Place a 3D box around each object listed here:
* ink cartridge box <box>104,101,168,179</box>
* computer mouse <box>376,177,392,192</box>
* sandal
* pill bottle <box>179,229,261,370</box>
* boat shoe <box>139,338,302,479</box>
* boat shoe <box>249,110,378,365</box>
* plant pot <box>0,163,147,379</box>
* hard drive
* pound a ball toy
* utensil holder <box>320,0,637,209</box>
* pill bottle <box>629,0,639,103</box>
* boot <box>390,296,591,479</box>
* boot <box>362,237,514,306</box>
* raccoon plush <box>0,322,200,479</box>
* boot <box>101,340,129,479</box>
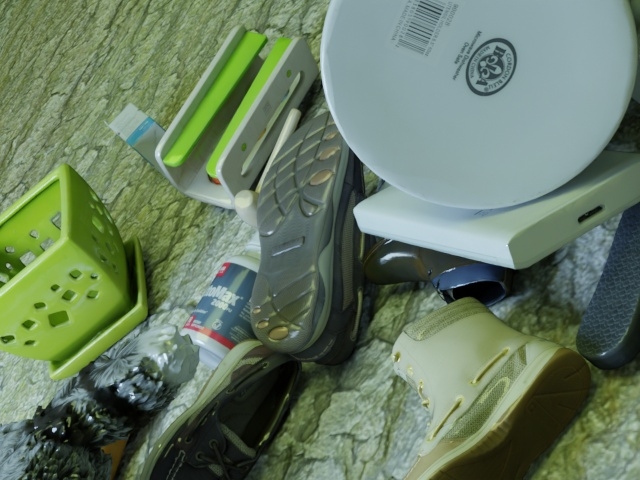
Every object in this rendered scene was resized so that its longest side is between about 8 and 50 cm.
[{"bbox_3d":[-0.296,-0.175,2.126,0.060,0.104,0.180,-48,32,-2],"label":"ink cartridge box"},{"bbox_3d":[0.100,-0.085,1.618,0.193,0.042,0.106,-32,34,23],"label":"computer mouse"},{"bbox_3d":[0.332,0.019,1.229,0.254,0.054,0.097,-59,24,-13],"label":"sandal"},{"bbox_3d":[-0.095,0.080,1.605,0.108,0.108,0.180,5,58,52],"label":"pill bottle"},{"bbox_3d":[-0.117,0.240,1.463,0.092,0.103,0.285,-5,45,54],"label":"boat shoe"},{"bbox_3d":[0.000,0.000,1.552,0.132,0.130,0.355,-14,52,35],"label":"boat shoe"},{"bbox_3d":[-0.393,0.059,1.885,0.228,0.207,0.227,-39,32,14],"label":"plant pot"},{"bbox_3d":[0.193,-0.048,1.332,0.203,0.040,0.307,-28,18,-21],"label":"hard drive"},{"bbox_3d":[-0.097,-0.159,1.882,0.208,0.136,0.319,16,64,27],"label":"pound a ball toy"},{"bbox_3d":[0.173,-0.240,1.340,0.327,0.327,0.385,-34,16,19],"label":"utensil holder"},{"bbox_3d":[0.408,-0.259,1.363,0.131,0.131,0.229,-8,48,45],"label":"pill bottle"},{"bbox_3d":[0.122,0.181,1.247,0.262,0.095,0.203,-48,32,-6],"label":"boot"},{"bbox_3d":[0.133,0.034,1.412,0.219,0.082,0.106,-20,38,33],"label":"boot"},{"bbox_3d":[-0.255,0.341,1.379,0.446,0.299,0.216,-32,26,5],"label":"raccoon plush"},{"bbox_3d":[-0.286,0.249,1.647,0.211,0.104,0.295,-46,28,2],"label":"boot"}]
